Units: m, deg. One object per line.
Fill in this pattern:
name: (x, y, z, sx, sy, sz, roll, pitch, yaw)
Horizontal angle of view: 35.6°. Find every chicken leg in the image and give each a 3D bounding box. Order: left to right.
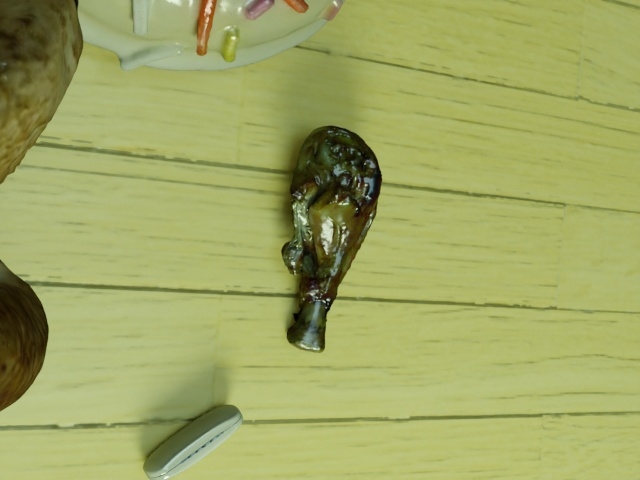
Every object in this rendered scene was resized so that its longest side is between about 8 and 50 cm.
chicken leg: (0.000, 0.000, 0.777, 0.093, 0.070, 0.178, -3, 108, -54)

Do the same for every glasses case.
glasses case: (-0.095, 0.151, 0.745, 0.083, 0.032, 0.021, -34, 111, -25)

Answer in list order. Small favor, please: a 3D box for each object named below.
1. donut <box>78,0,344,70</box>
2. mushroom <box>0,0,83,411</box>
donut: (-0.086, -0.307, 0.667, 0.383, 0.142, 0.382, -1, 93, -29)
mushroom: (-0.251, -0.038, 0.518, 0.267, 0.267, 0.254, 11, 105, -30)
